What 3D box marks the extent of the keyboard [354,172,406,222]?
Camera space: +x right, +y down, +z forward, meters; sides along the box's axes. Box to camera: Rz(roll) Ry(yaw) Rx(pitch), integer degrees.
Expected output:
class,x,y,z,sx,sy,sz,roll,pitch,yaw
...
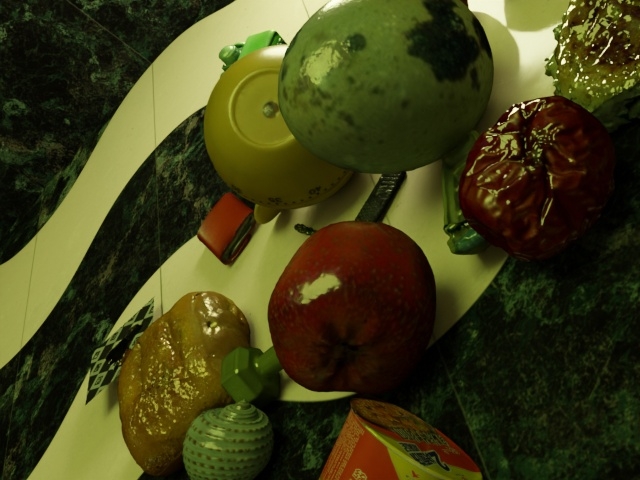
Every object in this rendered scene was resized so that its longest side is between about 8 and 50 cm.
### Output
class,x,y,z,sx,sy,sz,roll,pitch,yaw
keyboard,0.097,-0.055,2.019,0.061,0.013,0.204,9,62,52

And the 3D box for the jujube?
class,x,y,z,sx,sy,sz,roll,pitch,yaw
jujube,0.323,-0.089,1.532,0.232,0.213,0.213,-52,27,-5

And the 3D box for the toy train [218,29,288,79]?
class,x,y,z,sx,sy,sz,roll,pitch,yaw
toy train,-0.130,-0.394,2.541,0.188,0.243,0.132,-6,52,36

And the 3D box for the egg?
class,x,y,z,sx,sy,sz,roll,pitch,yaw
egg,0.113,-0.290,1.867,0.345,0.428,0.345,27,125,47

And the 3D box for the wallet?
class,x,y,z,sx,sy,sz,roll,pitch,yaw
wallet,-0.219,-0.030,2.469,0.142,0.045,0.204,-56,27,1

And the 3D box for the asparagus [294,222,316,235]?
class,x,y,z,sx,sy,sz,roll,pitch,yaw
asparagus,0.000,0.000,2.117,0.248,0.025,0.024,34,113,61

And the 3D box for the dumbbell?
class,x,y,z,sx,sy,sz,roll,pitch,yaw
dumbbell,-0.054,0.196,1.893,0.302,0.108,0.121,-38,32,29

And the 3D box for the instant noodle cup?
class,x,y,z,sx,sy,sz,roll,pitch,yaw
instant noodle cup,0.089,0.340,1.430,0.174,0.213,0.213,-59,27,9

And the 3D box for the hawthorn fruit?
class,x,y,z,sx,sy,sz,roll,pitch,yaw
hawthorn fruit,0.057,0.095,1.664,0.275,0.275,0.299,-20,43,47

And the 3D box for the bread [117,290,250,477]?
class,x,y,z,sx,sy,sz,roll,pitch,yaw
bread,-0.288,0.281,2.119,0.337,0.148,0.328,-45,29,18

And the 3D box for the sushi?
class,x,y,z,sx,sy,sz,roll,pitch,yaw
sushi,-0.464,0.275,2.509,0.231,0.047,0.219,-41,25,15

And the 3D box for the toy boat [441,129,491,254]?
class,x,y,z,sx,sy,sz,roll,pitch,yaw
toy boat,0.261,-0.067,1.734,0.111,0.084,0.276,-41,27,30

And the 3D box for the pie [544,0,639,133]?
class,x,y,z,sx,sy,sz,roll,pitch,yaw
pie,0.491,-0.318,1.631,0.355,0.103,0.288,-24,46,41

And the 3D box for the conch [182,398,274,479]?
class,x,y,z,sx,sy,sz,roll,pitch,yaw
conch,-0.176,0.372,1.843,0.172,0.131,0.200,20,80,33

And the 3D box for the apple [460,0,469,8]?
class,x,y,z,sx,sy,sz,roll,pitch,yaw
apple,0.210,-0.483,2.171,0.188,0.174,0.188,-40,28,27

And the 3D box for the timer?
class,x,y,z,sx,sy,sz,roll,pitch,yaw
timer,-0.067,-0.223,2.190,0.376,0.376,0.387,-56,-15,-3
